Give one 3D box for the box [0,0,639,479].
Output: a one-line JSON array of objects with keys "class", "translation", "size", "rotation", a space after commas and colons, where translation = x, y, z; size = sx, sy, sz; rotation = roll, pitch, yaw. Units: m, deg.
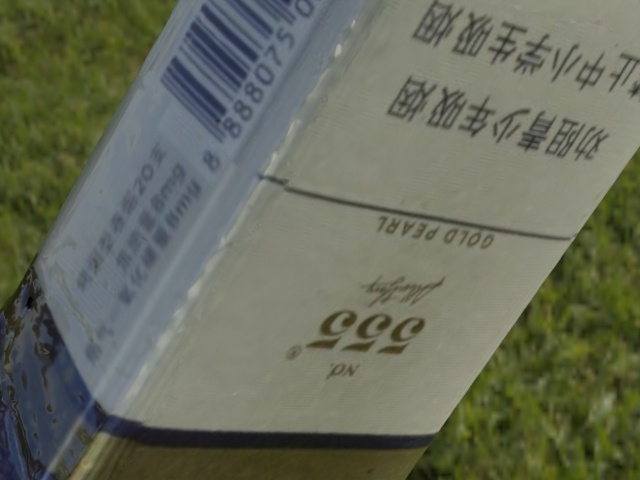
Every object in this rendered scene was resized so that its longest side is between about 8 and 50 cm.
[{"class": "box", "translation": [0.000, 0.000, 0.572], "size": [0.168, 0.259, 0.071], "rotation": [9, 32, -50]}]
